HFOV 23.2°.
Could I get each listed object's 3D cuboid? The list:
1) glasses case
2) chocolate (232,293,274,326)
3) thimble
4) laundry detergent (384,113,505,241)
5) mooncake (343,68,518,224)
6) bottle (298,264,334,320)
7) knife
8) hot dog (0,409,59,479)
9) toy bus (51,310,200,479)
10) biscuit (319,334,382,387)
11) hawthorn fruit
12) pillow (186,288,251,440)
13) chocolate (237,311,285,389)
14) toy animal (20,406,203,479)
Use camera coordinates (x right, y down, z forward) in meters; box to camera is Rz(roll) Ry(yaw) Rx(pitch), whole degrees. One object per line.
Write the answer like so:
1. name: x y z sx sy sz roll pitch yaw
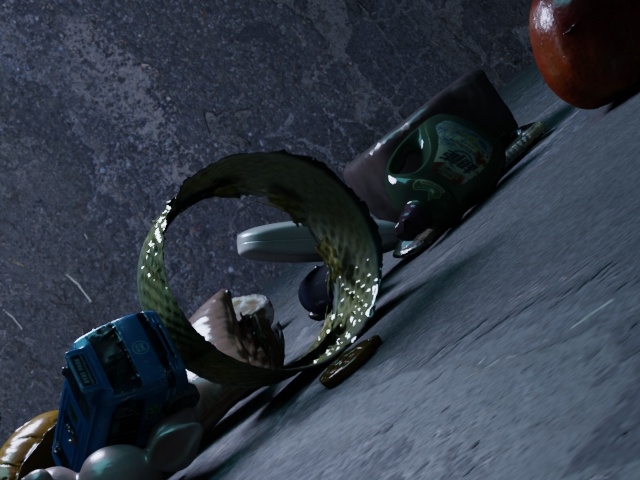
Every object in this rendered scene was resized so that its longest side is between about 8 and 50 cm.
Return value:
1. glasses case: 0.000 0.000 2.177 0.233 0.059 0.092 -2 -6 -9
2. chocolate: -0.183 0.196 2.634 0.254 0.080 0.157 -42 19 -30
3. thimble: -0.073 0.038 1.841 0.271 0.271 0.150 -40 1 -26
4. laundry detergent: 0.153 -0.080 2.140 0.222 0.144 0.078 -47 -21 -37
5. mooncake: 0.182 -0.139 2.475 0.306 0.154 0.306 -39 4 3
6. bottle: 0.019 0.068 2.127 0.244 0.072 0.082 158 121 -79
7. knife: 0.213 -0.079 2.231 0.365 0.043 0.089 -42 3 -38
8. hot dog: -0.376 0.315 2.040 0.107 0.194 0.326 -29 -5 39
9. toy bus: -0.231 0.198 1.785 0.134 0.113 0.246 -13 -35 -26
10. biscuit: 0.030 0.123 1.614 0.078 0.015 0.091 -40 3 -5
11. hawthorn fruit: 0.348 -0.276 2.010 0.185 0.202 0.185 -36 11 8
12. pillow: -0.173 0.194 2.004 0.236 0.084 0.223 -47 25 16
13. chocolate: -0.139 0.186 2.166 0.065 0.102 0.329 -7 -17 -33
14. toy animal: -0.210 0.269 1.677 0.212 0.124 0.124 -21 4 3
